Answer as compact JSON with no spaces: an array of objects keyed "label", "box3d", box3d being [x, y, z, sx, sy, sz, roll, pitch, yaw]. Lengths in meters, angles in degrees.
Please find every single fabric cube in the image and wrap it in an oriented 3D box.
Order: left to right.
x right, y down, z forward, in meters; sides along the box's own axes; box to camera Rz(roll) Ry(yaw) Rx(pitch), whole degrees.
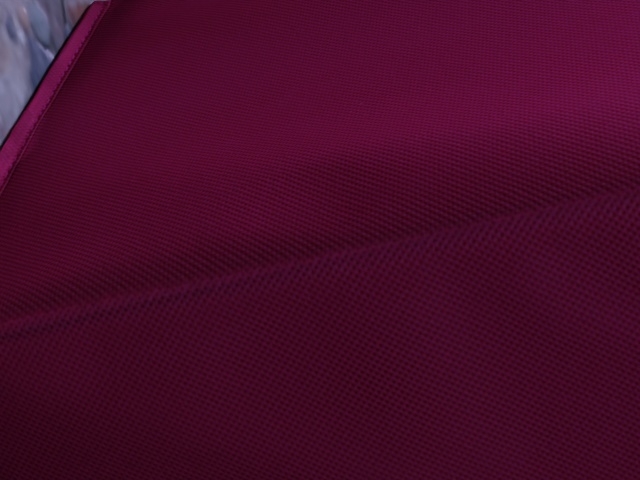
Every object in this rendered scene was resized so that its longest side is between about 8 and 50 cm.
[{"label":"fabric cube","box3d":[0.059,0.044,0.549,0.254,0.258,0.259,-81,154,-59]}]
